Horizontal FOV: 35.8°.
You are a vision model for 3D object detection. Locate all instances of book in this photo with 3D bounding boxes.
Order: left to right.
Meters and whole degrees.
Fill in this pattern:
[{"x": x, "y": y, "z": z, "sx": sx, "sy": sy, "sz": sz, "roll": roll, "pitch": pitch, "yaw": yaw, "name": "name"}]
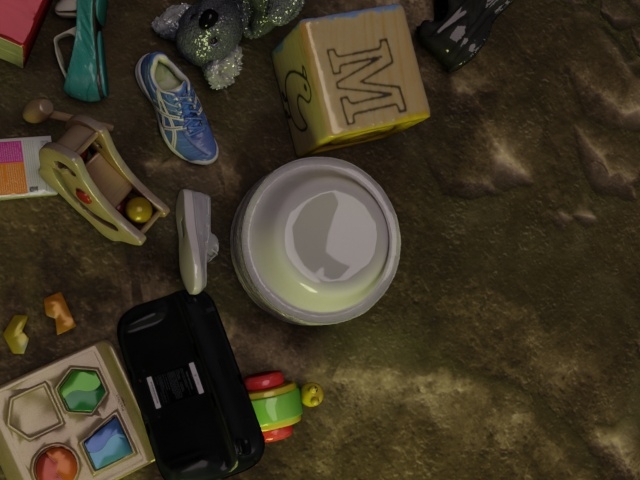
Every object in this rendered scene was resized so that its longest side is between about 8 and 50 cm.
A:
[{"x": -0.495, "y": -0.113, "z": 1.564, "sx": 0.144, "sy": 0.035, "sz": 0.096, "roll": -6, "pitch": 86, "yaw": -21, "name": "book"}]

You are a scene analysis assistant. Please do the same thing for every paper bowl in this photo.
[{"x": 0.000, "y": 0.000, "z": 1.662, "sx": 0.284, "sy": 0.148, "sz": 0.284, "roll": 2, "pitch": 84, "yaw": -17, "name": "paper bowl"}]

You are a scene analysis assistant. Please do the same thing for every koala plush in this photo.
[{"x": -0.155, "y": -0.376, "z": 1.650, "sx": 0.196, "sy": 0.203, "sz": 0.221, "roll": 41, "pitch": 95, "yaw": -2, "name": "koala plush"}]

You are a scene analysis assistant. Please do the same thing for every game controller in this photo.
[{"x": -0.208, "y": 0.226, "z": 1.556, "sx": 0.167, "sy": 0.067, "sz": 0.319, "roll": -21, "pitch": 64, "yaw": -5, "name": "game controller"}]

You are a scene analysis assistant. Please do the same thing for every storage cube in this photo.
[{"x": -0.499, "y": -0.397, "z": 1.498, "sx": 0.184, "sy": 0.215, "sz": 0.193, "roll": 22, "pitch": 84, "yaw": -16, "name": "storage cube"}]

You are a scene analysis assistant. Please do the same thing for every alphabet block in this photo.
[{"x": 0.048, "y": -0.268, "z": 1.682, "sx": 0.194, "sy": 0.192, "sz": 0.197, "roll": -14, "pitch": 88, "yaw": -18, "name": "alphabet block"}]

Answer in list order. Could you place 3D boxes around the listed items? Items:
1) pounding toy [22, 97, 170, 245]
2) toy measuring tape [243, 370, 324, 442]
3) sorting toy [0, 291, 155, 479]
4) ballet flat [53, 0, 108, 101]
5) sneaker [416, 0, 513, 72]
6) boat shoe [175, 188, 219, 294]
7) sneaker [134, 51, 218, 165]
[{"x": -0.337, "y": -0.134, "z": 1.545, "sx": 0.269, "sy": 0.154, "sz": 0.155, "roll": 46, "pitch": 62, "yaw": -18, "name": "pounding toy"}, {"x": -0.144, "y": 0.282, "z": 1.602, "sx": 0.330, "sy": 0.121, "sz": 0.121, "roll": -10, "pitch": 88, "yaw": -19, "name": "toy measuring tape"}, {"x": -0.411, "y": 0.249, "z": 1.538, "sx": 0.229, "sy": 0.041, "sz": 0.307, "roll": -25, "pitch": 88, "yaw": -14, "name": "sorting toy"}, {"x": -0.387, "y": -0.346, "z": 1.600, "sx": 0.087, "sy": 0.083, "sz": 0.247, "roll": 0, "pitch": 83, "yaw": -5, "name": "ballet flat"}, {"x": 0.286, "y": -0.452, "z": 1.828, "sx": 0.130, "sy": 0.109, "sz": 0.286, "roll": 37, "pitch": 72, "yaw": -6, "name": "sneaker"}, {"x": -0.198, "y": 0.002, "z": 1.625, "sx": 0.063, "sy": 0.066, "sz": 0.184, "roll": 4, "pitch": 57, "yaw": -26, "name": "boat shoe"}, {"x": -0.237, "y": -0.217, "z": 1.636, "sx": 0.080, "sy": 0.081, "sz": 0.211, "roll": -36, "pitch": 98, "yaw": -20, "name": "sneaker"}]
